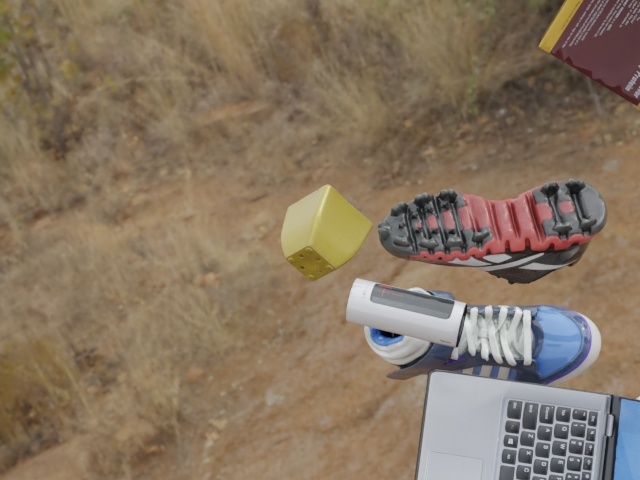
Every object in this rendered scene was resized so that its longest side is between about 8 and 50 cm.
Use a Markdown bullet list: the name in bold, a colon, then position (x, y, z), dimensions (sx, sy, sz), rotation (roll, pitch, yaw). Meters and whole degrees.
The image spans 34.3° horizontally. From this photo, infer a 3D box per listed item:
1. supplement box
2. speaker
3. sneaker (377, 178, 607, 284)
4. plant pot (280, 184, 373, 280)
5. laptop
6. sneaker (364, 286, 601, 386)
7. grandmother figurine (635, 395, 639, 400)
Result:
- **supplement box**: position (0.465, -0.331, 1.565), dimensions (0.191, 0.194, 0.129), rotation (-60, -4, 22)
- **speaker**: position (0.100, 0.085, 1.215), dimensions (0.136, 0.055, 0.055), rotation (13, 35, 13)
- **sneaker**: position (0.210, 0.001, 1.286), dimensions (0.276, 0.135, 0.098), rotation (-5, 55, 2)
- **plant pot**: position (0.000, 0.000, 1.247), dimensions (0.081, 0.081, 0.083), rotation (-29, 29, 43)
- **laptop**: position (0.314, 0.385, 1.335), dimensions (0.407, 0.382, 0.236), rotation (7, -5, 9)
- **sneaker**: position (0.223, 0.142, 1.537), dimensions (0.322, 0.236, 0.130), rotation (-5, 72, 35)
- **grandmother figurine**: position (0.605, 0.433, 1.803), dimensions (0.207, 0.343, 0.104), rotation (-14, -1, 40)
